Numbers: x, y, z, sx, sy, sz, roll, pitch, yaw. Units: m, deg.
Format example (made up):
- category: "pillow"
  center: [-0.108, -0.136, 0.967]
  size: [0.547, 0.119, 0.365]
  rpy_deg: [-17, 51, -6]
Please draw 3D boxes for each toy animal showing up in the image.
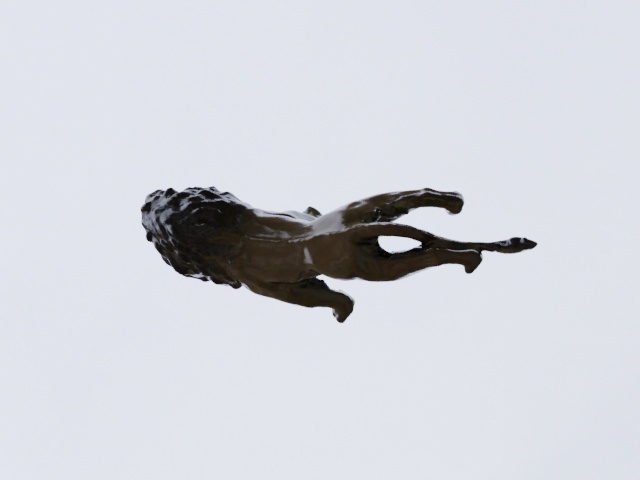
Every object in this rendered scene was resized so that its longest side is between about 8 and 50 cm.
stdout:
- category: "toy animal"
  center: [0.009, 0.004, 0.908]
  size: [0.086, 0.219, 0.069]
  rpy_deg: [39, -127, -66]
